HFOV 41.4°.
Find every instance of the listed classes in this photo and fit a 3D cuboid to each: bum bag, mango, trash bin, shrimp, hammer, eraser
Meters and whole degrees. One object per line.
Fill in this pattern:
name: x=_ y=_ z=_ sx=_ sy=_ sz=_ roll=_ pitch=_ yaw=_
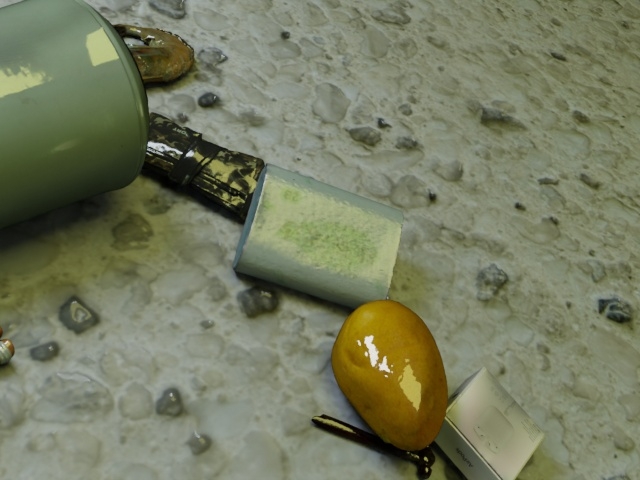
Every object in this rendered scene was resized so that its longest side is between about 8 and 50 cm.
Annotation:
bum bag: x=-0.197 y=-0.122 z=1.304 sx=0.248 sy=0.069 sz=0.102 roll=25 pitch=80 yaw=-7
mango: x=0.093 y=0.182 z=1.145 sx=0.147 sy=0.109 sz=0.227 roll=-10 pitch=51 yaw=-6
trash bin: x=-0.427 y=-0.143 z=1.066 sx=0.432 sy=0.280 sz=0.280 roll=-30 pitch=69 yaw=-38
shrimp: x=-0.330 y=-0.325 z=1.434 sx=0.253 sy=0.058 sz=0.173 roll=-9 pitch=48 yaw=-37
hammer: x=0.071 y=0.265 z=1.135 sx=0.178 sy=0.021 sz=0.065 roll=21 pitch=45 yaw=-5
eraser: x=0.000 y=0.000 z=1.265 sx=0.226 sy=0.081 sz=0.174 roll=19 pitch=68 yaw=-12

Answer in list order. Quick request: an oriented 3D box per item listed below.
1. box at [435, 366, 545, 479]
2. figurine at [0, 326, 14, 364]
box: x=0.230 y=0.265 z=1.174 sx=0.130 sy=0.051 sz=0.129 roll=48 pitch=45 yaw=7
figurine: x=-0.429 y=0.144 z=0.933 sx=0.147 sy=0.093 sz=0.197 roll=51 pitch=46 yaw=6
